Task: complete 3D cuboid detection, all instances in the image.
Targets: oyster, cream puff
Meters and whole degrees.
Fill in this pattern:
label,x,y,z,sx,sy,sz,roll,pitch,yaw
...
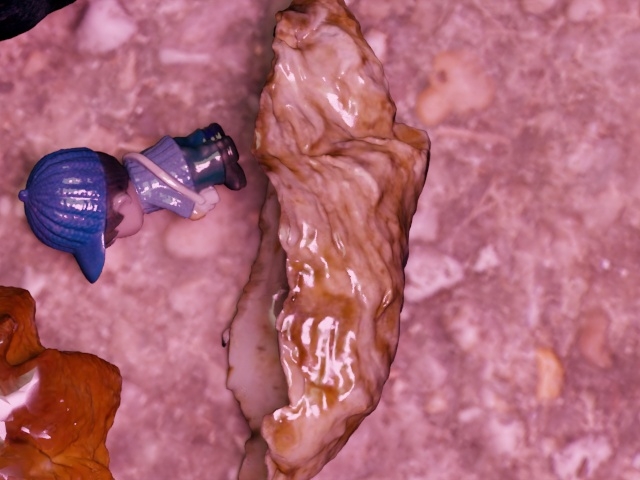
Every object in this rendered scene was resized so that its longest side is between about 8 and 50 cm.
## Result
label,x,y,z,sx,sy,sz,roll,pitch,yaw
oyster,0.004,0.002,1.065,0.110,0.166,0.341,9,63,-2
cream puff,-0.233,0.149,0.993,0.241,0.155,0.269,3,68,-11

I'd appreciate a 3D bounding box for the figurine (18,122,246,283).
label,x,y,z,sx,sy,sz,roll,pitch,yaw
figurine,-0.117,-0.036,1.091,0.136,0.079,0.077,-31,39,-9

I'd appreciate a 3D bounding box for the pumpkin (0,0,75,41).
label,x,y,z,sx,sy,sz,roll,pitch,yaw
pumpkin,-0.264,-0.281,1.043,0.363,0.266,0.363,1,79,-6
